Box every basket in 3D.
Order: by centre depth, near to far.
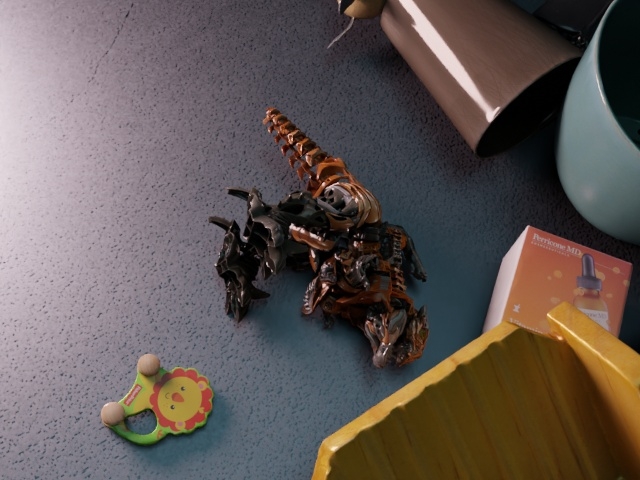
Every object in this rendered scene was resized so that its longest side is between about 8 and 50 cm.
[{"bbox_3d":[0.195,-0.241,1.080,0.204,0.154,0.227,-31,68,-27],"label":"basket"}]

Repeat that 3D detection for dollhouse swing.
[{"bbox_3d":[0.208,0.286,0.699,0.347,0.305,0.315,-30,109,-13],"label":"dollhouse swing"}]

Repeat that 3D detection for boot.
[{"bbox_3d":[0.419,-0.275,1.154,0.246,0.094,0.207,40,75,0],"label":"boot"}]

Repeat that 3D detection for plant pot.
[{"bbox_3d":[0.411,-0.122,0.992,0.293,0.235,0.292,3,68,-7],"label":"plant pot"}]

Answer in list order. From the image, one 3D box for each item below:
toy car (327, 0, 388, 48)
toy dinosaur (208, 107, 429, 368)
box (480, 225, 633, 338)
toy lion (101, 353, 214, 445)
[{"bbox_3d":[0.044,-0.345,1.108,0.149,0.155,0.188,21,68,3],"label":"toy car"},{"bbox_3d":[0.000,0.000,0.963,0.219,0.164,0.322,-13,47,-29],"label":"toy dinosaur"},{"bbox_3d":[0.258,0.092,0.954,0.130,0.091,0.170,20,64,3],"label":"box"},{"bbox_3d":[-0.166,0.174,0.897,0.096,0.034,0.100,34,65,1],"label":"toy lion"}]
